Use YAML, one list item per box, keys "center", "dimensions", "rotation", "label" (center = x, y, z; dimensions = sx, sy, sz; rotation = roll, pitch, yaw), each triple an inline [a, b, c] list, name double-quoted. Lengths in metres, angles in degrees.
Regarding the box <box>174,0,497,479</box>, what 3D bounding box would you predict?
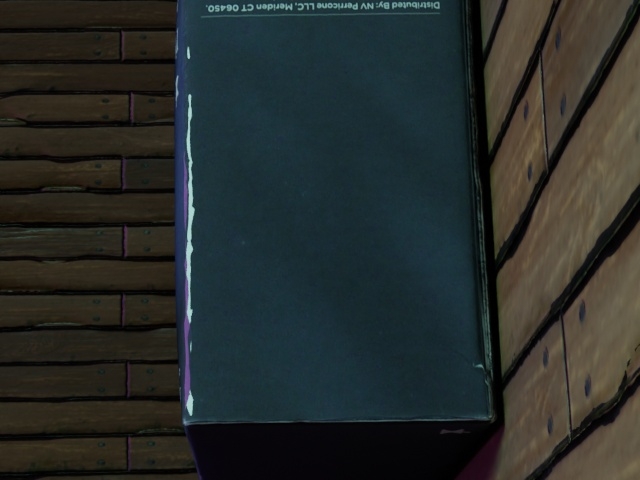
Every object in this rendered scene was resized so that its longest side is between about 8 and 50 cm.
- center: [0.000, 0.000, 1.008]
  dimensions: [0.296, 0.182, 0.294]
  rotation: [96, 172, -73]
  label: "box"
